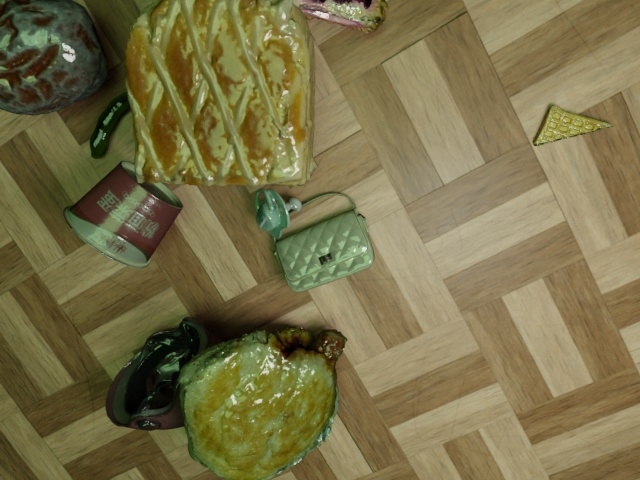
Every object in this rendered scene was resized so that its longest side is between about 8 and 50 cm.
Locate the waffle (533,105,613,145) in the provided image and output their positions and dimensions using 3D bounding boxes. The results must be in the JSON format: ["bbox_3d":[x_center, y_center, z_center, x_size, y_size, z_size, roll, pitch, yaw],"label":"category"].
[{"bbox_3d":[0.593,-0.250,0.998,0.153,0.023,0.097,17,105,1],"label":"waffle"}]

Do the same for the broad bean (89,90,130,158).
[{"bbox_3d":[-0.529,-0.306,1.083,0.227,0.039,0.069,-43,101,12],"label":"broad bean"}]

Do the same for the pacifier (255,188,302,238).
[{"bbox_3d":[-0.102,-0.079,1.048,0.117,0.150,0.126,-29,75,-29],"label":"pacifier"}]

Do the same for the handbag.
[{"bbox_3d":[0.000,0.000,1.085,0.256,0.079,0.219,-22,88,8],"label":"handbag"}]

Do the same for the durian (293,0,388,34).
[{"bbox_3d":[-0.016,-0.558,0.945,0.341,0.112,0.191,4,73,-9],"label":"durian"}]

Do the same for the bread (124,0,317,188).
[{"bbox_3d":[-0.196,-0.299,0.935,0.371,0.279,0.389,4,105,6],"label":"bread"}]

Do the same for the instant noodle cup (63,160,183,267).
[{"bbox_3d":[-0.469,-0.072,1.044,0.235,0.235,0.178,41,94,-4],"label":"instant noodle cup"}]

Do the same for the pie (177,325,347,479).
[{"bbox_3d":[-0.148,0.394,1.045,0.418,0.180,0.395,-1,105,-34],"label":"pie"}]

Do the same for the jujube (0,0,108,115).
[{"bbox_3d":[-0.649,-0.427,0.976,0.308,0.215,0.246,-30,99,10],"label":"jujube"}]

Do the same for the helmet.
[{"bbox_3d":[-0.374,0.373,1.127,0.338,0.271,0.197,-36,127,13],"label":"helmet"}]
